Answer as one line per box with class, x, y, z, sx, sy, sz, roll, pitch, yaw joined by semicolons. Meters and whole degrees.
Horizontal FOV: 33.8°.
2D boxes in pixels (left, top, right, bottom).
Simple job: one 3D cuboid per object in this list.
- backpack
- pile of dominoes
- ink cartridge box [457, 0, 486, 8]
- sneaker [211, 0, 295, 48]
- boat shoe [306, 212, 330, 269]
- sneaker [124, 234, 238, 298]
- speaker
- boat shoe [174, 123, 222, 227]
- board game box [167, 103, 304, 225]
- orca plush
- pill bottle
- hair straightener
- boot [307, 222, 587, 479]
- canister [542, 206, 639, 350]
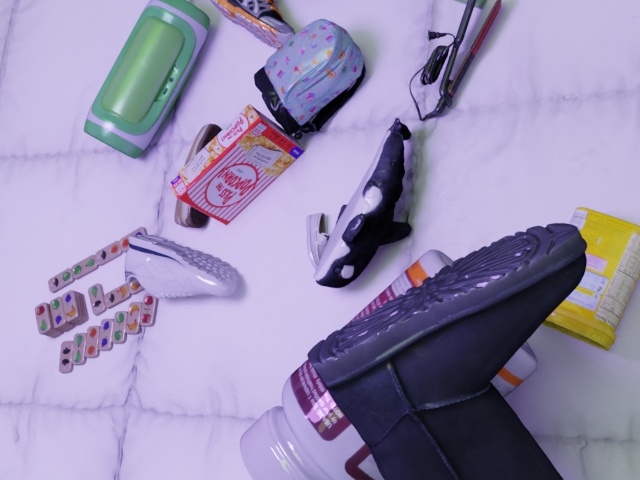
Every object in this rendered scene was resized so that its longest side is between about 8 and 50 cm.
backpack;-0.016;-0.281;1.774;0.182;0.115;0.152;-36;57;12
pile of dominoes;-0.406;0.106;1.908;0.251;0.040;0.196;-28;61;19
ink cartridge box;0.260;-0.495;1.721;0.109;0.062;0.209;28;89;32
sneaker;-0.114;-0.419;1.899;0.083;0.084;0.215;-48;58;-4
boat shoe;0.000;0.000;1.718;0.035;0.035;0.100;-19;58;26
sneaker;-0.240;0.062;1.812;0.235;0.090;0.095;20;99;32
speaker;-0.320;-0.305;1.948;0.131;0.131;0.297;27;88;33
boat shoe;-0.225;-0.117;1.869;0.072;0.068;0.190;5;76;43
board game box;-0.140;-0.124;1.772;0.193;0.147;0.045;-43;58;12
orca plush;0.096;-0.044;1.668;0.287;0.102;0.151;-66;11;-17
pill bottle;0.089;0.219;1.479;0.392;0.224;0.224;-43;58;10
hair straightener;0.203;-0.301;1.689;0.089;0.047;0.230;27;96;2
boot;0.247;0.243;1.292;0.367;0.146;0.445;-28;100;16
canister;0.376;0.051;1.463;0.126;0.073;0.170;23;84;33
